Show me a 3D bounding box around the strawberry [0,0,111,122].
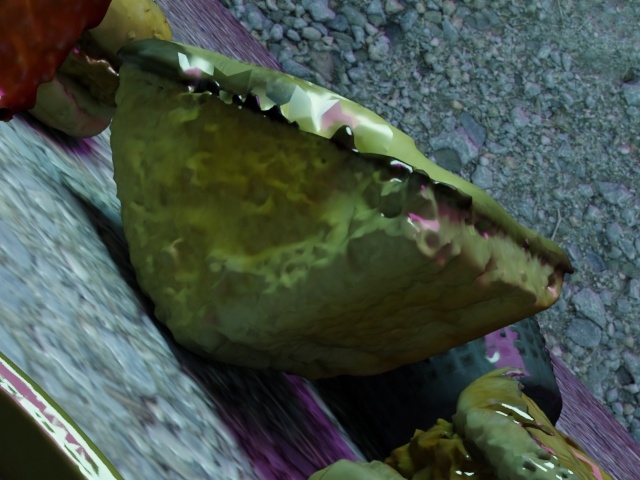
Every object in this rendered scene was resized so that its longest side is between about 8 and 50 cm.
[{"bbox_3d":[-0.193,-0.170,0.564,0.178,0.234,0.234,26,-5,36],"label":"strawberry"}]

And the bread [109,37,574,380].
[{"bbox_3d":[0.000,0.000,0.759,0.262,0.163,0.204,29,7,39],"label":"bread"}]

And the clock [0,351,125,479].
[{"bbox_3d":[-0.113,0.067,0.262,0.237,0.057,0.237,43,9,-8],"label":"clock"}]

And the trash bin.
[{"bbox_3d":[0.082,0.075,0.890,0.175,0.175,0.161,37,21,-48],"label":"trash bin"}]

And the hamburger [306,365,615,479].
[{"bbox_3d":[0.108,0.189,0.488,0.259,0.144,0.283,46,3,-27],"label":"hamburger"}]

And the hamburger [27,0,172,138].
[{"bbox_3d":[-0.194,-0.166,0.858,0.213,0.108,0.214,41,5,-4],"label":"hamburger"}]
